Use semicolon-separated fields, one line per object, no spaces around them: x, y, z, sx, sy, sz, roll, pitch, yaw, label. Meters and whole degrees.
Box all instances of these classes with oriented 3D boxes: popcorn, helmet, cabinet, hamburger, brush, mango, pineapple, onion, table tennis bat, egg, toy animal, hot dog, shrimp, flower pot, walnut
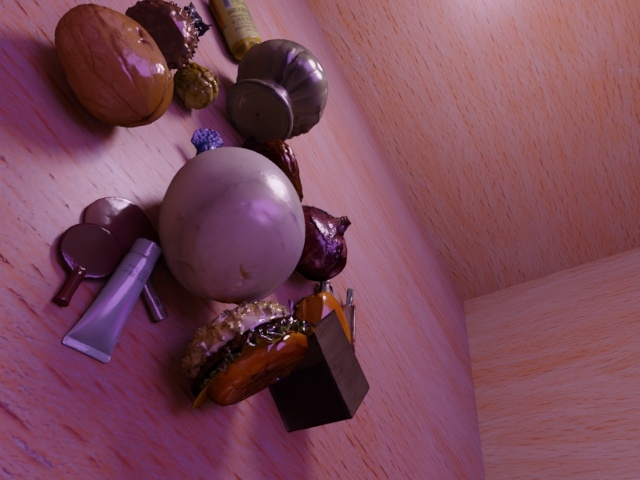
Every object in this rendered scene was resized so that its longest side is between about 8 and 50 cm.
-0.319;-0.396;1.064;0.106;0.121;0.116;90;9;-47;popcorn
-0.192;-0.250;1.228;0.098;0.070;0.123;47;-7;40;helmet
-0.017;0.301;0.975;0.215;0.175;0.148;66;24;1;cabinet
-0.132;0.201;0.767;0.138;0.243;0.262;55;14;24;hamburger
0.088;0.283;1.331;0.323;0.051;0.070;-83;173;-47;brush
0.009;0.260;1.126;0.154;0.126;0.252;9;60;-48;mango
-0.374;-0.531;1.049;0.169;0.169;0.340;53;15;-27;pineapple
0.000;0.000;1.225;0.252;0.219;0.252;51;19;-26;onion
-0.377;0.036;0.657;0.098;0.019;0.154;40;38;-32;table tennis bat
-0.179;-0.045;0.832;0.283;0.283;0.345;41;18;-44;egg
-0.202;-0.183;1.048;0.256;0.239;0.176;4;95;-28;toy animal
-0.118;-0.181;1.175;0.099;0.161;0.226;-52;151;-33;hot dog
0.028;0.218;1.303;0.143;0.052;0.250;52;32;-53;shrimp
-0.145;-0.438;1.272;0.307;0.308;0.244;53;43;-27;flower pot
-0.389;-0.325;0.779;0.225;0.193;0.193;58;25;-9;walnut
-0.341;0.034;0.749;0.138;0.022;0.246;-22;87;-62;table tennis bat

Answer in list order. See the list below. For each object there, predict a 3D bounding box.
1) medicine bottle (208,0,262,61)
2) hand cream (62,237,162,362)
-0.287;-0.738;1.420;0.124;0.124;0.238;-21;88;-66;medicine bottle
-0.328;0.089;0.672;0.078;0.050;0.204;47;46;-38;hand cream
